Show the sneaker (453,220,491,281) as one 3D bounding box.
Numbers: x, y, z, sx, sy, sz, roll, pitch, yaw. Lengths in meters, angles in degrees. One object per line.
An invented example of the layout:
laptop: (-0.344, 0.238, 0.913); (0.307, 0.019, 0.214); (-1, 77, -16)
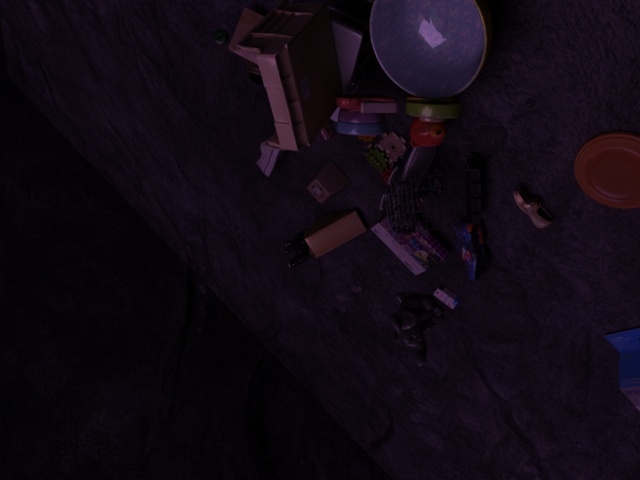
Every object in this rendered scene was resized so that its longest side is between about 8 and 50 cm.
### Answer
sneaker: (0.459, 0.028, 1.663); (0.087, 0.083, 0.221); (26, 138, 49)

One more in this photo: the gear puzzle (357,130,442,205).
gear puzzle: (0.215, -0.239, 1.660); (0.339, 0.044, 0.175); (50, 147, -6)

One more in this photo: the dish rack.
dish rack: (0.316, -0.116, 1.518); (0.271, 0.074, 0.208); (-9, 127, 6)

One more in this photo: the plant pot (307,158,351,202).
plant pot: (0.019, -0.193, 1.877); (0.109, 0.096, 0.109); (47, 147, -3)

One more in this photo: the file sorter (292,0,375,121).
file sorter: (0.031, -0.502, 1.454); (0.192, 0.173, 0.278); (29, 145, 9)

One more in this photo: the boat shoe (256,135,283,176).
boat shoe: (-0.171, -0.327, 1.954); (0.088, 0.096, 0.267); (40, 155, 0)

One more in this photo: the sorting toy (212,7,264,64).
sorting toy: (-0.183, -0.606, 1.652); (0.274, 0.046, 0.132); (29, 108, 7)

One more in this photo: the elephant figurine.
elephant figurine: (0.321, 0.314, 1.953); (0.169, 0.239, 0.186); (52, 146, -10)

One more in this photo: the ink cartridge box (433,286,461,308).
ink cartridge box: (0.438, 0.194, 1.889); (0.083, 0.028, 0.048); (38, 146, 12)

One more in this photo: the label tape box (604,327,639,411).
label tape box: (0.956, 0.389, 1.455); (0.348, 0.115, 0.249); (47, 147, -4)

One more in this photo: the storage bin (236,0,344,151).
storage bin: (-0.063, -0.388, 1.291); (0.123, 0.260, 0.262); (12, 139, 24)

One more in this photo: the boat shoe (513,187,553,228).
boat shoe: (0.562, -0.090, 1.439); (0.135, 0.050, 0.045); (43, 145, -14)

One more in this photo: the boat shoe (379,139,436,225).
boat shoe: (0.243, -0.193, 1.564); (0.091, 0.114, 0.303); (36, 116, 38)

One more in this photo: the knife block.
knife block: (0.000, 0.000, 1.970); (0.275, 0.242, 0.088); (-7, 121, 50)

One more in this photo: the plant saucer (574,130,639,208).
plant saucer: (0.681, -0.153, 1.249); (0.199, 0.037, 0.200); (28, 142, 25)

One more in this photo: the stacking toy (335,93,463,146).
stacking toy: (0.192, -0.280, 1.332); (0.308, 0.279, 0.131); (-1, 110, -5)

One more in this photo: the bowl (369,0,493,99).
bowl: (0.272, -0.484, 1.235); (0.289, 0.156, 0.290); (29, 143, 25)

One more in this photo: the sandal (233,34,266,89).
sandal: (-0.179, -0.533, 1.741); (0.120, 0.086, 0.303); (-11, 117, 52)

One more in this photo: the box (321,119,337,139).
box: (0.018, -0.391, 1.670); (0.027, 0.094, 0.137); (-5, 121, 49)

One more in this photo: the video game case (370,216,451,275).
video game case: (0.292, 0.001, 1.807); (0.232, 0.042, 0.210); (46, 157, 1)
